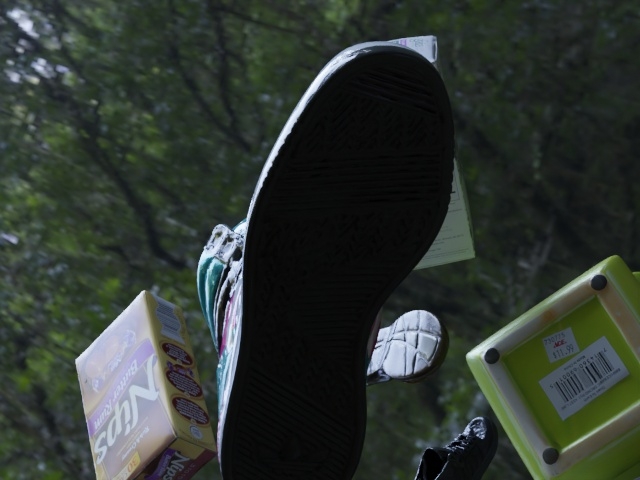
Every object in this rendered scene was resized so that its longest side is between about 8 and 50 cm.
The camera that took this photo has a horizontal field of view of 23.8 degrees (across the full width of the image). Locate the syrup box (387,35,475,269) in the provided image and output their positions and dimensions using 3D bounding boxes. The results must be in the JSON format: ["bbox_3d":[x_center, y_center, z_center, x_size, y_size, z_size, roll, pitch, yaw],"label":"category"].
[{"bbox_3d":[0.103,-0.095,1.661,0.096,0.093,0.236,-11,-65,8],"label":"syrup box"}]

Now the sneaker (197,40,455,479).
[{"bbox_3d":[0.000,0.000,0.919,0.124,0.178,0.295,11,-66,-13],"label":"sneaker"}]

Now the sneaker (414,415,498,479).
[{"bbox_3d":[0.167,0.281,1.924,0.089,0.051,0.170,47,-123,-37],"label":"sneaker"}]

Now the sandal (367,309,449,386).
[{"bbox_3d":[0.103,0.141,1.799,0.060,0.219,0.090,25,-113,-16],"label":"sandal"}]

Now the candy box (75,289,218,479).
[{"bbox_3d":[-0.161,0.149,1.384,0.053,0.186,0.109,28,-62,-37],"label":"candy box"}]

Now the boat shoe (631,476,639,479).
[{"bbox_3d":[0.262,0.363,1.443,0.320,0.118,0.103,-55,-29,-12],"label":"boat shoe"}]

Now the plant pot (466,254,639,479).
[{"bbox_3d":[0.299,0.162,1.591,0.228,0.227,0.207,-35,-29,13],"label":"plant pot"}]
